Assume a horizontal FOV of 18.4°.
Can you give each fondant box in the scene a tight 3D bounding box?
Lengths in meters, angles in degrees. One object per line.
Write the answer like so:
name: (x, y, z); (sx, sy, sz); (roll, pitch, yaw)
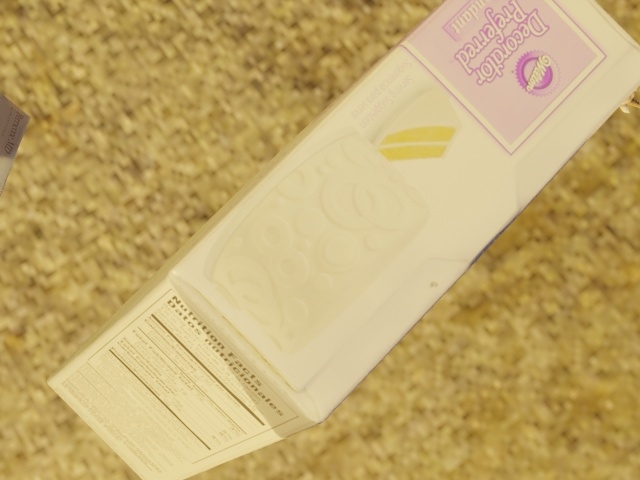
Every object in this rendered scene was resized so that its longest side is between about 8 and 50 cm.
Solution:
fondant box: (0.000, 0.000, 0.998); (0.238, 0.096, 0.330); (-45, -176, -20)

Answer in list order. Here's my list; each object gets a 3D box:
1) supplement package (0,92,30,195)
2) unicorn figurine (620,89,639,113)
supplement package: (-0.384, -0.075, 1.658); (0.149, 0.194, 0.203); (-34, 119, 30)
unicorn figurine: (0.165, -0.147, 1.398); (0.060, 0.111, 0.162); (-57, 145, -44)
